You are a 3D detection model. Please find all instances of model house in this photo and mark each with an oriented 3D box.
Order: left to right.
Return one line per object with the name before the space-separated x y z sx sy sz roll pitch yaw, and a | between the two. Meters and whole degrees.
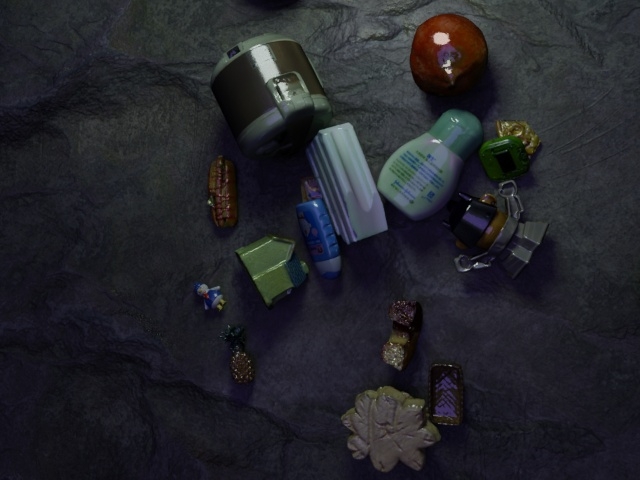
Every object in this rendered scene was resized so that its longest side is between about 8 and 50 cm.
model house | -0.149 0.087 1.826 0.189 0.195 0.214 -29 99 -9

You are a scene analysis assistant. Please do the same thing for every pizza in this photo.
pizza | 0.586 -0.303 1.647 0.099 0.036 0.160 -33 83 15

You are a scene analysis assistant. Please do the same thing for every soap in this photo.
soap | 0.078 -0.166 1.704 0.115 0.208 0.347 -19 86 -17

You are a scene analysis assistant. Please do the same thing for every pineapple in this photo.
pineapple | -0.278 0.396 1.889 0.083 0.103 0.221 -15 89 17

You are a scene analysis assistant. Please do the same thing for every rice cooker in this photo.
rice cooker | -0.139 -0.423 1.708 0.335 0.335 0.325 -27 83 15

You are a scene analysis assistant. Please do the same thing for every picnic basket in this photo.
picnic basket | 0.389 0.473 1.724 0.110 0.055 0.193 1 92 15

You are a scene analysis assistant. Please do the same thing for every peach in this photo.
peach | 0.363 -0.513 1.590 0.232 0.232 0.256 3 50 16

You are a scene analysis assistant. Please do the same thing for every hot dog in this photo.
hot dog | -0.338 -0.167 1.900 0.104 0.076 0.250 0 94 17

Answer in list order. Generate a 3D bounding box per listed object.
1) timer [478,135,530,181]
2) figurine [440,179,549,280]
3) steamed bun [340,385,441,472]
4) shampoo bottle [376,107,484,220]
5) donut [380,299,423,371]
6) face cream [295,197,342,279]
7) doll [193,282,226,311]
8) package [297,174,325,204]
timer | 0.534 -0.235 1.620 0.128 0.047 0.140 -14 128 31
figurine | 0.500 -0.034 1.630 0.309 0.143 0.308 0 81 0
steamed bun | 0.227 0.574 1.729 0.292 0.137 0.295 41 109 7
shampoo bottle | 0.338 -0.236 1.663 0.222 0.151 0.349 43 103 16
donut | 0.251 0.286 1.717 0.085 0.141 0.217 12 87 25
face cream | 0.000 0.000 1.784 0.083 0.149 0.264 -22 97 -28
doll | -0.388 0.190 1.939 0.143 0.058 0.098 36 102 17
package | -0.016 -0.160 1.829 0.108 0.031 0.120 -11 89 16
